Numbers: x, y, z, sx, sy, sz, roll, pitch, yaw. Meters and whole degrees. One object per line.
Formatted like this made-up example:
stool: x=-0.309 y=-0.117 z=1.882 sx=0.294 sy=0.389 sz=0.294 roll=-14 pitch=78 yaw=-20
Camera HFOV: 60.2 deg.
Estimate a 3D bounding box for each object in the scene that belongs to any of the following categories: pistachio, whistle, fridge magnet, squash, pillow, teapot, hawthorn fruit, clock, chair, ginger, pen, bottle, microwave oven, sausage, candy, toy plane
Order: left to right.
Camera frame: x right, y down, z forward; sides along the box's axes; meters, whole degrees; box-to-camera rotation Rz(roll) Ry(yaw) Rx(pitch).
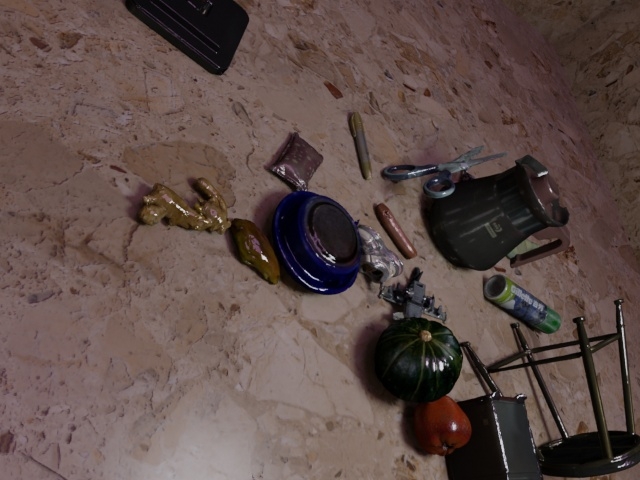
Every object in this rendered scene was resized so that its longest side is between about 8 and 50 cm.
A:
ginger: x=-0.263 y=-0.067 z=1.133 sx=0.176 sy=0.052 sz=0.193 roll=38 pitch=44 yaw=-15
clock: x=-0.314 y=-0.579 z=1.381 sx=0.273 sy=0.049 sz=0.278 roll=33 pitch=47 yaw=-26
pistachio: x=-0.136 y=0.021 z=1.209 sx=0.173 sy=0.049 sz=0.089 roll=53 pitch=42 yaw=-7
pillow: x=-0.053 y=-0.202 z=1.424 sx=0.118 sy=0.043 sz=0.185 roll=41 pitch=45 yaw=-17
fridge magnet: x=0.000 y=0.000 z=1.306 sx=0.266 sy=0.113 sz=0.265 roll=24 pitch=51 yaw=-33
pen: x=0.121 y=-0.285 z=1.653 sx=0.040 sy=0.032 sz=0.233 roll=0 pitch=66 yaw=-19
sausage: x=0.218 y=-0.026 z=1.592 sx=0.186 sy=0.043 sz=0.043 roll=56 pitch=41 yaw=-4
toy plane: x=0.259 y=0.140 z=1.503 sx=0.192 sy=0.088 sz=0.262 roll=22 pitch=44 yaw=0
squash: x=0.233 y=0.283 z=1.316 sx=0.218 sy=0.218 sz=0.172 roll=-43 pitch=137 yaw=-48
hawthorn fruit: x=0.285 y=0.439 z=1.330 sx=0.133 sy=0.133 sz=0.137 roll=30 pitch=34 yaw=-30
candy: x=0.546 y=-0.213 z=2.014 sx=0.094 sy=0.051 sz=0.226 roll=26 pitch=51 yaw=-36
microwave oven: x=0.433 y=0.521 z=1.385 sx=0.188 sy=0.178 sz=0.247 roll=16 pitch=57 yaw=-35
teapot: x=0.578 y=-0.065 z=1.723 sx=0.376 sy=0.362 sz=0.305 roll=42 pitch=44 yaw=-20
whistle: x=0.748 y=0.016 z=2.070 sx=0.258 sy=0.067 sz=0.126 roll=11 pitch=61 yaw=-43
bottle: x=0.690 y=0.220 z=1.873 sx=0.330 sy=0.093 sz=0.093 roll=30 pitch=49 yaw=-29
chair: x=0.700 y=0.428 z=1.583 sx=0.362 sy=0.365 sz=0.409 roll=-5 pitch=76 yaw=-46

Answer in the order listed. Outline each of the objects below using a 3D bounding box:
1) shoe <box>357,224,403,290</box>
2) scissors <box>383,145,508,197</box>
shoe: x=0.129 y=0.046 z=1.437 sx=0.180 sy=0.089 sz=0.092 roll=48 pitch=55 yaw=-10
scissors: x=0.407 y=-0.224 z=1.684 sx=0.384 sy=0.256 sz=0.029 roll=-21 pitch=122 yaw=-25
